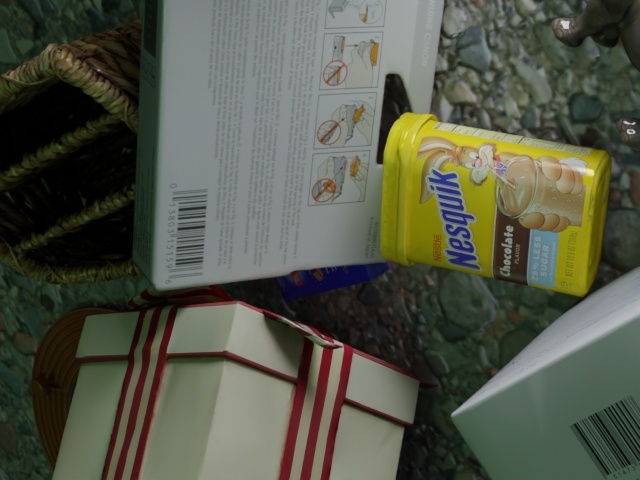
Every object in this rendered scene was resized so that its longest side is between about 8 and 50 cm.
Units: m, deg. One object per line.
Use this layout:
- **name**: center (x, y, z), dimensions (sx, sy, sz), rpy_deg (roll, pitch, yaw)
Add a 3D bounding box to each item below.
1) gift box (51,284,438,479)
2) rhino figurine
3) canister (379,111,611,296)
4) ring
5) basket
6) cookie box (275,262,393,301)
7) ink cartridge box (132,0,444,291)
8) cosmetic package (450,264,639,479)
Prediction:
- **gift box**: center (-0.059, 0.182, 1.207), dimensions (0.276, 0.255, 0.258), rpy_deg (-6, 66, 42)
- **rhino figurine**: center (0.226, -0.172, 0.988), dimensions (0.106, 0.073, 0.243), rpy_deg (-34, 88, 45)
- **canister**: center (0.140, -0.028, 1.104), dimensions (0.170, 0.073, 0.126), rpy_deg (12, 118, 21)
- **ring**: center (-0.205, 0.232, 1.502), dimensions (0.336, 0.032, 0.336), rpy_deg (19, 121, 34)
- **basket**: center (-0.208, -0.060, 1.256), dimensions (0.299, 0.223, 0.213), rpy_deg (-20, 98, 39)
- **cookie box**: center (0.000, 0.000, 1.252), dimensions (0.107, 0.040, 0.092), rpy_deg (-14, 102, 39)
- **ink cartridge box**: center (-0.028, -0.103, 1.125), dimensions (0.060, 0.239, 0.275), rpy_deg (-136, 46, -54)
- **cosmetic package**: center (0.255, 0.091, 0.990), dimensions (0.224, 0.224, 0.138), rpy_deg (-36, 86, 40)
